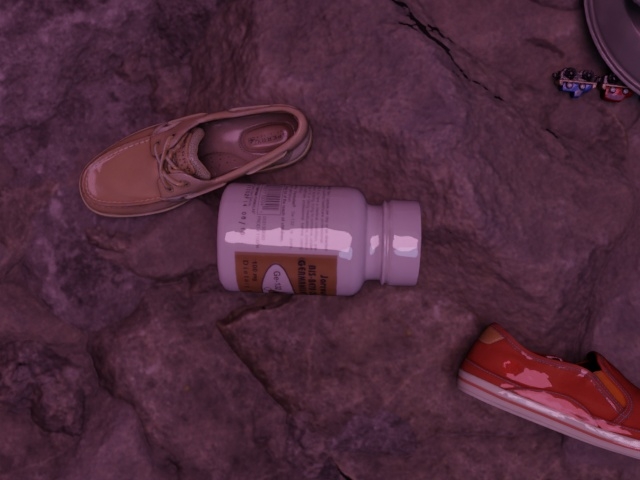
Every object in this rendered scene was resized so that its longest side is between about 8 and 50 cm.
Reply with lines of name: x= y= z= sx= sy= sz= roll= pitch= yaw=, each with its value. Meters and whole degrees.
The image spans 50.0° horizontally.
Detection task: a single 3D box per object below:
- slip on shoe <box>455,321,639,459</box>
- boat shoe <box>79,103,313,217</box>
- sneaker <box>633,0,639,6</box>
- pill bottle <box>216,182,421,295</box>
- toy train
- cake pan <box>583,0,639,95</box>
slip on shoe: x=0.331 y=0.187 z=0.816 sx=0.331 sy=0.123 sz=0.101 roll=19 pitch=88 yaw=7
boat shoe: x=-0.158 y=-0.103 z=0.836 sx=0.302 sy=0.098 sz=0.109 roll=-14 pitch=90 yaw=2
sneaker: x=0.492 y=-0.253 z=0.728 sx=0.305 sy=0.114 sz=0.152 roll=-2 pitch=101 yaw=6
pill bottle: x=0.000 y=0.000 z=0.815 sx=0.229 sy=0.131 sz=0.131 roll=2 pitch=91 yaw=2
toy train: x=0.365 y=-0.189 z=0.851 sx=0.158 sy=0.027 sz=0.036 roll=8 pitch=103 yaw=1
cake pan: x=0.466 y=-0.297 z=0.815 sx=0.293 sy=0.054 sz=0.293 roll=0 pitch=85 yaw=0
